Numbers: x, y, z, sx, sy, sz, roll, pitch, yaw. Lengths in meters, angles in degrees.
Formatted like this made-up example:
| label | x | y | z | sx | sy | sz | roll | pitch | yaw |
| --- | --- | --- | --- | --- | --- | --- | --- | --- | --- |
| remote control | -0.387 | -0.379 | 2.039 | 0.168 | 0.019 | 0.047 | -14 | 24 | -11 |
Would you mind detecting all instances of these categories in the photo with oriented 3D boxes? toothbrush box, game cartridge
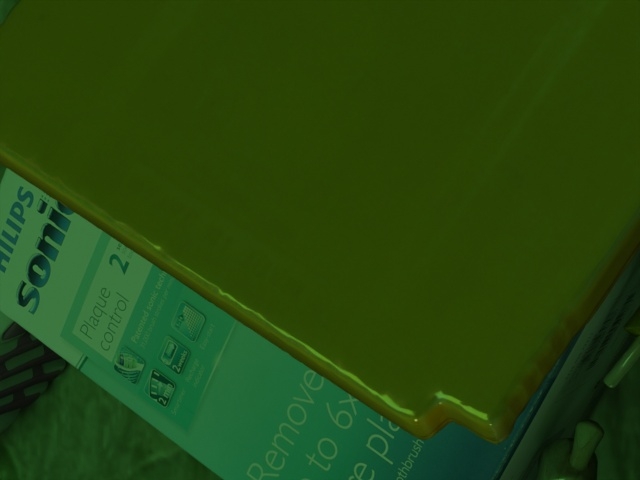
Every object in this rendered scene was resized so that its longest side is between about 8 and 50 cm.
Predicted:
| label | x | y | z | sx | sy | sz | roll | pitch | yaw |
| --- | --- | --- | --- | --- | --- | --- | --- | --- | --- |
| toothbrush box | 0.000 | 0.000 | 0.942 | 0.295 | 0.126 | 0.216 | 36 | 116 | 19 |
| game cartridge | 0.040 | -0.108 | 0.833 | 0.285 | 0.053 | 0.324 | 33 | 82 | 19 |

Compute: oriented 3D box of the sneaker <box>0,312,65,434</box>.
| label | x | y | z | sx | sy | sz | roll | pitch | yaw |
| --- | --- | --- | --- | --- | --- | --- | --- | --- | --- |
| sneaker | -0.230 | 0.083 | 1.120 | 0.104 | 0.095 | 0.236 | 51 | 122 | 19 |

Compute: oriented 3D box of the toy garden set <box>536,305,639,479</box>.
| label | x | y | z | sx | sy | sz | roll | pitch | yaw |
| --- | --- | --- | --- | --- | --- | --- | --- | --- | --- |
| toy garden set | 0.191 | 0.111 | 0.875 | 0.203 | 0.049 | 0.244 | 30 | 121 | -9 |
